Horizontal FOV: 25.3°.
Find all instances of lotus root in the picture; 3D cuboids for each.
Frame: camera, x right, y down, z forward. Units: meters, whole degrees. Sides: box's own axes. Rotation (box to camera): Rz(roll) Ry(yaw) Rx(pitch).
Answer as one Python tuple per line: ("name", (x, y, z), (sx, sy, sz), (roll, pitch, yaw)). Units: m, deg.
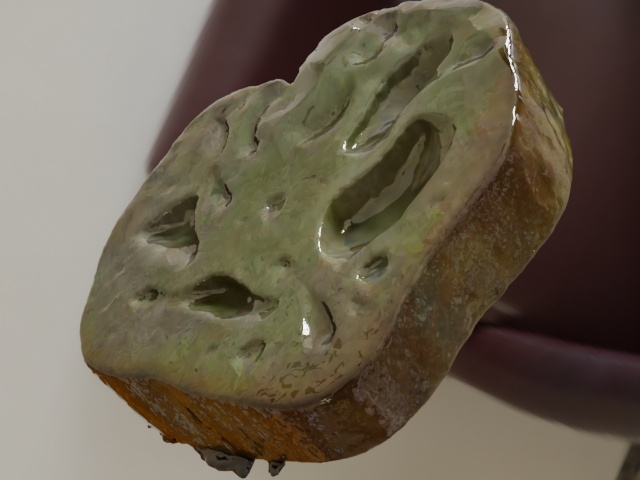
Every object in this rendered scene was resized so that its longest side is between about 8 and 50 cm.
("lotus root", (0.000, 0.000, 1.013), (0.390, 0.111, 0.375), (-33, 37, 14))
